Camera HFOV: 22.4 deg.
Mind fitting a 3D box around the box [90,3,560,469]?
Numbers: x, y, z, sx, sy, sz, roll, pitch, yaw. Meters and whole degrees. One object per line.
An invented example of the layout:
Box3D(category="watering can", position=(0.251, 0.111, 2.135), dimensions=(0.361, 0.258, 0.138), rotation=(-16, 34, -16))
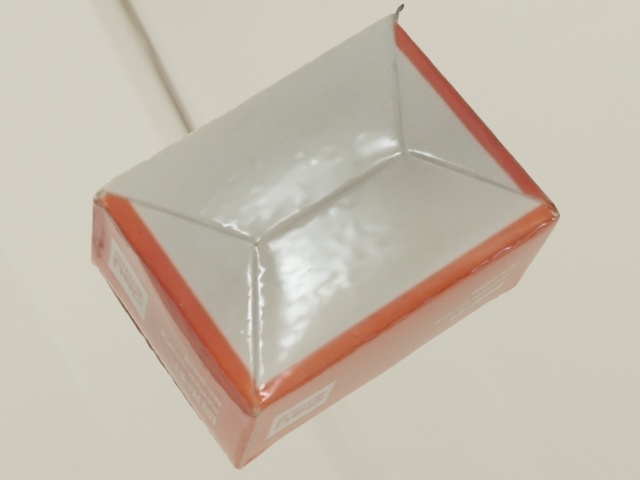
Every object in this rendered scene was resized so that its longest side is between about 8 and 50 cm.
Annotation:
Box3D(category="box", position=(0.000, 0.000, 0.757), dimensions=(0.182, 0.133, 0.099), rotation=(-34, -14, -21))
